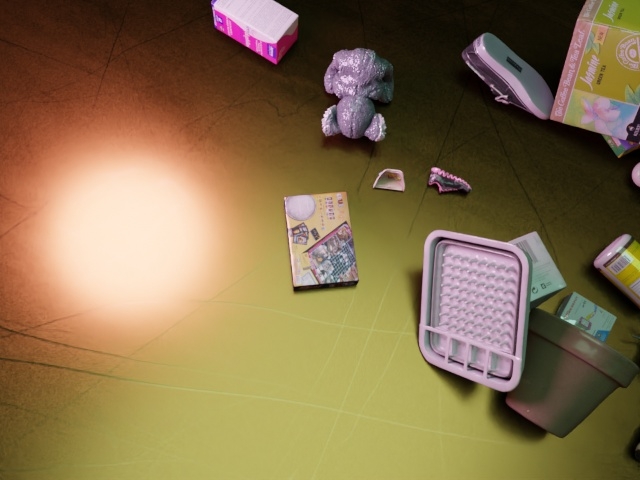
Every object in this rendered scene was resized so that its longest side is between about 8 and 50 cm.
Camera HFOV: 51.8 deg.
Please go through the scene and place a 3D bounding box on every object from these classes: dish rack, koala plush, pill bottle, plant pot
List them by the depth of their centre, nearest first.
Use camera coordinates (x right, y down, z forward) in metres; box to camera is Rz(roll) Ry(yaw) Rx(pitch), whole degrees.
[{"bbox_3d":[0.359,0.149,1.503,0.072,0.286,0.332,-9,106,-39],"label":"dish rack"},{"bbox_3d":[0.549,0.317,1.513,0.263,0.263,0.229,31,90,7],"label":"plant pot"},{"bbox_3d":[0.805,0.094,1.652,0.117,0.117,0.215,-41,78,-15],"label":"pill bottle"},{"bbox_3d":[0.095,-0.373,1.747,0.196,0.203,0.221,11,82,1],"label":"koala plush"}]

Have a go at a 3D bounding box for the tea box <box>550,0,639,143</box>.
[{"bbox_3d":[0.803,-0.449,1.681,0.324,0.329,0.220,21,58,20],"label":"tea box"}]

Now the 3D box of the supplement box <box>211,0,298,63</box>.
[{"bbox_3d":[-0.181,-0.613,1.842,0.220,0.111,0.114,31,72,8],"label":"supplement box"}]

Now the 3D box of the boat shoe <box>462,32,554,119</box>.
[{"bbox_3d":[0.519,-0.436,1.827,0.306,0.105,0.113,34,59,-17],"label":"boat shoe"}]

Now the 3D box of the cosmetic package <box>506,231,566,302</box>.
[{"bbox_3d":[0.462,0.098,1.594,0.151,0.183,0.151,-21,72,-10],"label":"cosmetic package"}]

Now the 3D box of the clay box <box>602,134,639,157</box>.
[{"bbox_3d":[0.896,-0.332,1.841,0.222,0.053,0.127,-25,73,-11],"label":"clay box"}]

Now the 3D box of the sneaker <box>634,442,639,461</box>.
[{"bbox_3d":[0.874,0.511,1.523,0.272,0.100,0.108,27,66,6],"label":"sneaker"}]

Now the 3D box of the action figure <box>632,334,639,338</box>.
[{"bbox_3d":[0.888,0.305,1.579,0.164,0.141,0.276,-46,53,-8],"label":"action figure"}]

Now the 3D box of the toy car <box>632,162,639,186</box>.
[{"bbox_3d":[0.946,-0.189,1.761,0.136,0.159,0.182,43,70,-25],"label":"toy car"}]

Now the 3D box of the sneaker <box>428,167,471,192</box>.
[{"bbox_3d":[0.342,-0.148,1.753,0.119,0.047,0.057,26,90,7],"label":"sneaker"}]

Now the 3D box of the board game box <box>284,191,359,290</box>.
[{"bbox_3d":[0.000,0.000,1.675,0.165,0.042,0.243,-5,71,-5],"label":"board game box"}]

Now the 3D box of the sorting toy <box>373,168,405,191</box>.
[{"bbox_3d":[0.185,-0.166,1.727,0.083,0.075,0.044,7,71,-2],"label":"sorting toy"}]

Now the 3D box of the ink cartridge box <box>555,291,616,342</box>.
[{"bbox_3d":[0.655,0.199,1.641,0.122,0.052,0.088,32,72,9],"label":"ink cartridge box"}]
